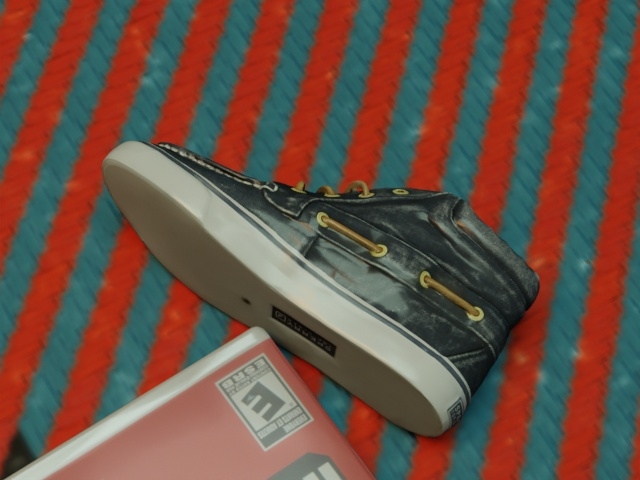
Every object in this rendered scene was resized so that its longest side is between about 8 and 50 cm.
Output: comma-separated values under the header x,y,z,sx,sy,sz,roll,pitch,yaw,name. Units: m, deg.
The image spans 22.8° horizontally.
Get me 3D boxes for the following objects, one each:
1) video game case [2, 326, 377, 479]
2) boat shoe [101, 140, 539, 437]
x,y,z,sx,sy,sz,roll,pitch,yaw,name
-0.026,0.192,0.584,0.204,0.025,0.285,-31,68,-18,video game case
0.000,0.000,0.670,0.183,0.065,0.083,36,63,9,boat shoe
